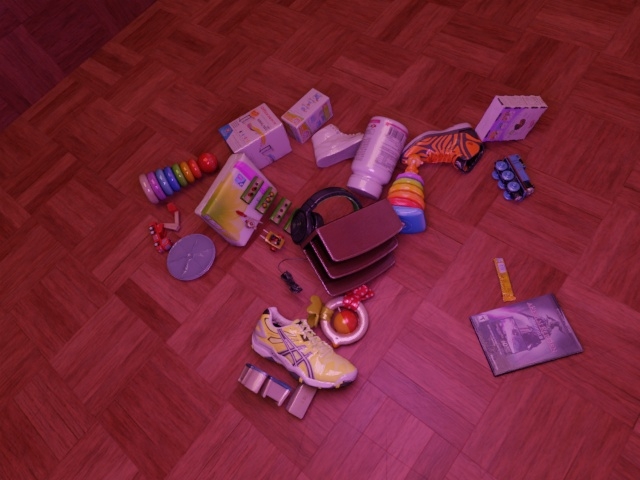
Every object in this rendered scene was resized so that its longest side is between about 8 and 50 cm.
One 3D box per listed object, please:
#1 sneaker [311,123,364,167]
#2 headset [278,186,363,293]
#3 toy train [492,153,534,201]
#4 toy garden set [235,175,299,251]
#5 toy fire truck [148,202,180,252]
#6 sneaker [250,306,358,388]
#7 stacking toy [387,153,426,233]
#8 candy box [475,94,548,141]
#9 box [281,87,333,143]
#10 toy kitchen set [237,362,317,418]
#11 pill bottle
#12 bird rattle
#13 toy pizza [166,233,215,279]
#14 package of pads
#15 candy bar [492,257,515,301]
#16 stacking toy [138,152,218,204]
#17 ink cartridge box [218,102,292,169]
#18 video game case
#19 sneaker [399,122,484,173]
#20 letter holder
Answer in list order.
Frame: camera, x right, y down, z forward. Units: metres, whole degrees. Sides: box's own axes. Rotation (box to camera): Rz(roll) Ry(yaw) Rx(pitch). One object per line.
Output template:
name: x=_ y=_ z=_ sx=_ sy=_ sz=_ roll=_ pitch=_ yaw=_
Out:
sneaker: x=0.104 y=-0.428 z=1.837 sx=0.293 sy=0.108 sz=0.169 roll=-17 pitch=63 yaw=4
headset: x=0.000 y=0.000 z=1.558 sx=0.394 sy=0.243 sz=0.185 roll=-49 pitch=38 yaw=7
toy train: x=0.706 y=-0.228 z=1.617 sx=0.105 sy=0.080 sz=0.184 roll=-14 pitch=60 yaw=-2
toy garden set: x=-0.195 y=-0.096 z=1.670 sx=0.244 sy=0.049 sz=0.203 roll=36 pitch=69 yaw=-18
toy fire truck: x=-0.633 y=-0.052 z=1.830 sx=0.135 sy=0.047 sz=0.192 roll=-27 pitch=61 yaw=-4
sneaker: x=-0.058 y=0.339 z=1.403 sx=0.385 sy=0.145 sz=0.147 roll=19 pitch=107 yaw=23
stacking toy: x=0.318 y=-0.189 z=1.622 sx=0.175 sy=0.166 sz=0.301 roll=7 pitch=67 yaw=20
candy box: x=0.709 y=-0.455 z=1.653 sx=0.196 sy=0.165 sz=0.070 roll=-6 pitch=58 yaw=-17
box: x=-0.057 y=-0.540 z=1.926 sx=0.103 sy=0.114 sz=0.203 roll=39 pitch=76 yaw=25
toy kitchen set: x=-0.140 y=0.461 z=1.441 sx=0.207 sy=0.166 sz=0.122 roll=35 pitch=71 yaw=-12
pill bottle: x=0.212 y=-0.309 z=1.684 sx=0.160 sy=0.160 sz=0.283 roll=23 pitch=89 yaw=22
bird rattle: x=0.078 y=0.248 z=1.500 sx=0.253 sy=0.143 sz=0.207 roll=-22 pitch=71 yaw=-15
toy pizza: x=-0.508 y=0.067 z=1.748 sx=0.201 sy=0.032 sz=0.201 roll=-5 pitch=62 yaw=9
package of pads: x=-0.318 y=-0.152 z=1.713 sx=0.101 sy=0.229 sz=0.296 roll=7 pitch=60 yaw=41
candy bar: x=0.613 y=0.126 z=1.480 sx=0.040 sy=0.018 sz=0.161 roll=-6 pitch=61 yaw=5
stacking toy: x=-0.598 y=-0.280 z=1.910 sx=0.330 sy=0.141 sz=0.141 roll=-25 pitch=60 yaw=-9
ink cartridge box: x=-0.273 y=-0.428 z=1.882 sx=0.233 sy=0.168 sz=0.171 roll=-33 pitch=60 yaw=-7
video game case: x=0.637 y=0.292 z=1.383 sx=0.274 sy=0.026 sz=0.196 roll=-17 pitch=60 yaw=4
sneaker: x=0.475 y=-0.330 z=1.693 sx=0.321 sy=0.124 sz=0.180 roll=-22 pitch=59 yaw=0
letter holder: x=0.127 y=0.026 z=1.441 sx=0.302 sy=0.152 sz=0.214 roll=-25 pitch=80 yaw=-30
